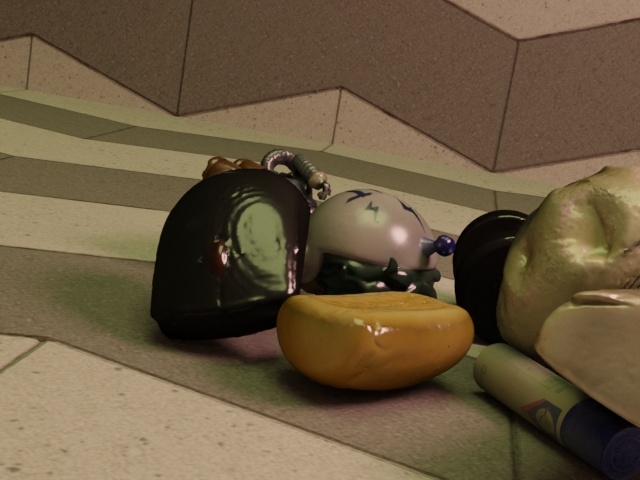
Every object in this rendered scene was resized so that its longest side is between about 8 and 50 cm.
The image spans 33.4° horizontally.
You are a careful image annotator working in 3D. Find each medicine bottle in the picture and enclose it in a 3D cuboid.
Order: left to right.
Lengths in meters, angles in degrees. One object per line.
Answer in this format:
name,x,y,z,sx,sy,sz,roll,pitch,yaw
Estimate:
medicine bottle,0.240,0.170,1.091,0.059,0.059,0.231,4,13,-24

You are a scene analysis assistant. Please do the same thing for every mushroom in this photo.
mushroom,0.343,0.122,1.058,0.154,0.137,0.407,16,3,30

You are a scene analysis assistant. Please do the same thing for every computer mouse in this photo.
computer mouse,-0.103,-0.005,1.243,0.170,0.100,0.269,-11,38,11

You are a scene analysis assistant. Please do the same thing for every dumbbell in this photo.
dumbbell,0.257,0.048,1.460,0.152,0.152,0.218,10,12,4

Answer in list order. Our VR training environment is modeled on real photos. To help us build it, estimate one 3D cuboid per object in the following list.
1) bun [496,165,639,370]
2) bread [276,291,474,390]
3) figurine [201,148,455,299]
bun,0.318,0.029,1.231,0.273,0.273,0.168,-2,41,-44
bread,0.058,0.109,1.142,0.217,0.098,0.147,3,12,-39
figurine,-0.003,0.002,1.415,0.382,0.186,0.261,24,28,35
